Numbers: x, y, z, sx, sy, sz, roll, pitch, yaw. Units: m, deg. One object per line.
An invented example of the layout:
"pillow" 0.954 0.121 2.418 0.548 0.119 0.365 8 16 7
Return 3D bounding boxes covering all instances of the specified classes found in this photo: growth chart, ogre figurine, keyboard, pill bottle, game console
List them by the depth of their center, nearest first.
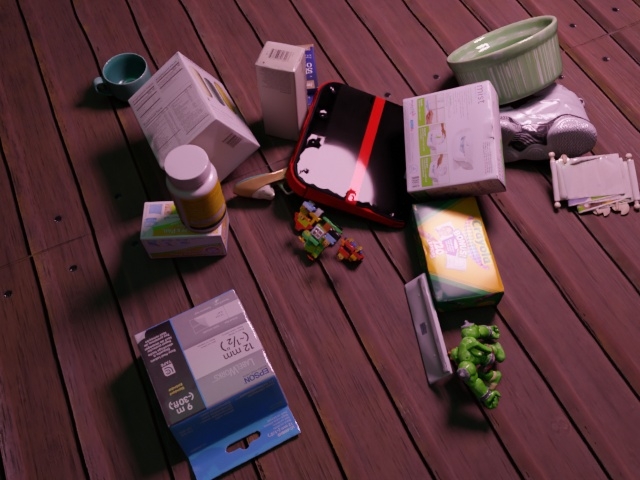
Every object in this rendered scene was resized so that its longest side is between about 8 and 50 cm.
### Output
"ogre figurine" 0.354 0.260 1.389 0.118 0.097 0.197 34 69 -25
"pill bottle" -0.293 -0.120 1.461 0.119 0.208 0.119 -1 59 1
"keyboard" 0.250 0.203 1.463 0.014 0.072 0.255 10 54 -31
"growth chart" 0.719 -0.149 1.636 0.238 0.021 0.171 -1 91 0
"game console" 0.109 -0.244 1.702 0.342 0.060 0.386 20 62 -6

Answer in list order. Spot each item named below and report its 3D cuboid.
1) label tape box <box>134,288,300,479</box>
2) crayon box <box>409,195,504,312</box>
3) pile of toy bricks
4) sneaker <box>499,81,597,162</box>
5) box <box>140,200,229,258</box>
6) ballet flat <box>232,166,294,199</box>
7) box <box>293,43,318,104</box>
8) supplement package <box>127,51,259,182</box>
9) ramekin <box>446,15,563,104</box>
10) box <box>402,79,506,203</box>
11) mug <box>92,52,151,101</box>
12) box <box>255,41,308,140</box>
"label tape box" -0.230 0.316 1.384 0.249 0.115 0.347 -25 61 -12
"crayon box" 0.331 0.033 1.546 0.166 0.081 0.278 -8 60 -3
"pile of toy bricks" 0.000 0.000 1.576 0.212 0.118 0.105 43 102 13
"sneaker" 0.559 -0.329 1.725 0.366 0.137 0.210 2 48 14
"box" -0.341 -0.029 1.591 0.203 0.103 0.114 -3 60 0
"ballet flat" -0.118 -0.150 1.672 0.232 0.080 0.073 -21 72 -9
"box" -0.079 -0.503 1.897 0.137 0.036 0.225 -6 61 -1
"supplement package" -0.337 -0.312 1.662 0.198 0.199 0.262 -39 62 14
"ramekin" 0.517 -0.489 1.730 0.304 0.148 0.303 -22 21 9
"box" 0.342 -0.247 1.600 0.231 0.127 0.261 -8 74 25
"mug" -0.583 -0.479 1.863 0.158 0.097 0.129 6 61 6
"box" -0.099 -0.399 1.698 0.113 0.275 0.094 14 61 8
